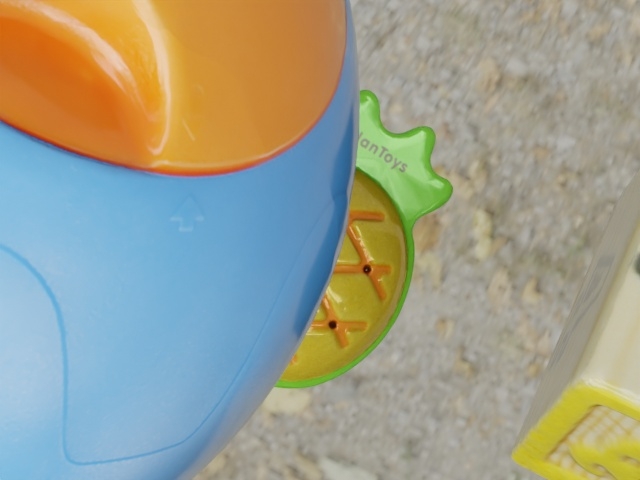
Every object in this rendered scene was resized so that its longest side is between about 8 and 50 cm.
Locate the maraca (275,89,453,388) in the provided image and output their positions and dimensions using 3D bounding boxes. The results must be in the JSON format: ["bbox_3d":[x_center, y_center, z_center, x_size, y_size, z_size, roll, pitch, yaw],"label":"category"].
[{"bbox_3d":[0.000,0.000,1.043,0.127,0.099,0.185,32,87,-5],"label":"maraca"}]

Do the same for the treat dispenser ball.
[{"bbox_3d":[-0.132,-0.039,0.499,0.288,0.288,0.288,8,120,15],"label":"treat dispenser ball"}]

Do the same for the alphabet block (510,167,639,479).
[{"bbox_3d":[0.248,0.063,1.033,0.192,0.197,0.193,23,158,5],"label":"alphabet block"}]
